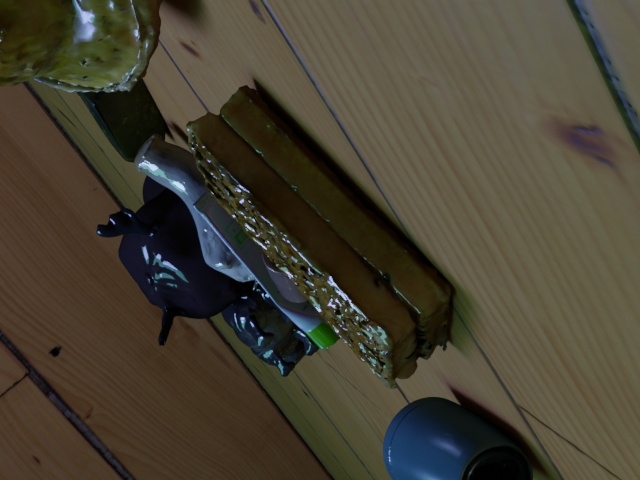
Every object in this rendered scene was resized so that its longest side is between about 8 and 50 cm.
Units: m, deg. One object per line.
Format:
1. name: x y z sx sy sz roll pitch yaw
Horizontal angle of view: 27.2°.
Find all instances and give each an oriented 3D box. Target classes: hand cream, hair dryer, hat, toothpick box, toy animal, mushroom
1. hand cream: -0.065 0.032 1.814 0.275 0.050 0.079 51 -161 -14
2. hair dryer: -0.066 -0.008 1.729 0.181 0.064 0.117 55 175 24
3. hat: -0.260 0.015 2.100 0.336 0.209 0.238 36 140 48
4. toothpick box: 0.158 0.254 1.502 0.120 0.120 0.184 53 168 -19
5. toy animal: -0.084 0.155 2.282 0.168 0.106 0.343 47 173 15
6. mushroom: -0.164 -0.045 1.914 0.278 0.096 0.099 52 170 11

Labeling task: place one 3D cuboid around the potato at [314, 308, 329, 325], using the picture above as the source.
1. potato: 0.014 0.093 1.772 0.051 0.040 0.083 53 170 -10

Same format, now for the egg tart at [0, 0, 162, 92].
1. egg tart: -0.352 -0.286 1.270 0.443 0.178 0.443 30 152 18

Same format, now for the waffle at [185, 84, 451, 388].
1. waffle: -0.001 0.001 1.342 0.308 0.091 0.213 47 170 17

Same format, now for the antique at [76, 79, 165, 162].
1. antique: -0.292 -0.193 1.970 0.080 0.081 0.221 47 171 28
